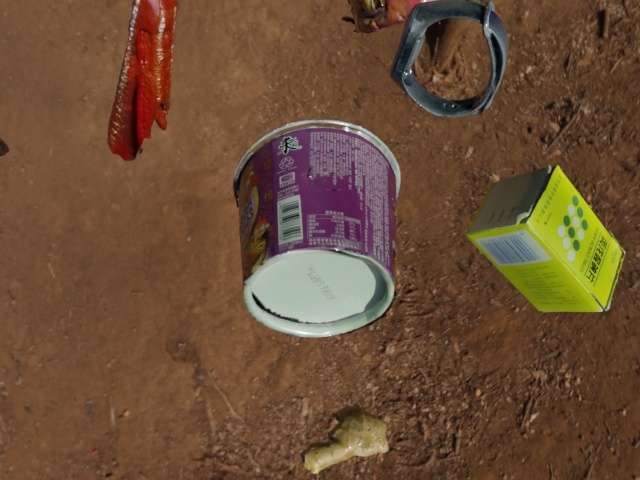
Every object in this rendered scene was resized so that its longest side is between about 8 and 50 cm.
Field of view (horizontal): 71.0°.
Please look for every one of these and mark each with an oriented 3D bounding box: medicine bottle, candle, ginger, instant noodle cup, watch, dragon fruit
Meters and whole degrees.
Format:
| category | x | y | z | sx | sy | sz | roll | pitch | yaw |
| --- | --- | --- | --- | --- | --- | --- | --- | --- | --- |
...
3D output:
| category | x | y | z | sx | sy | sz | roll | pitch | yaw |
| --- | --- | --- | --- | --- | --- | --- | --- | --- | --- |
| medicine bottle | 0.406 | 0.008 | 0.809 | 0.141 | 0.250 | 0.137 | -16 | 36 | 58 |
| candle | -0.215 | -0.217 | 0.546 | 0.059 | 0.084 | 0.302 | 39 | 137 | 7 |
| ginger | 0.041 | 0.352 | 0.813 | 0.165 | 0.067 | 0.096 | -12 | 51 | -10 |
| instant noodle cup | 0.000 | 0.000 | 0.806 | 0.339 | 0.340 | 0.266 | -30 | 43 | 27 |
| watch | 0.225 | -0.309 | 0.768 | 0.193 | 0.206 | 0.068 | 22 | 61 | 1 |
| dragon fruit | 0.174 | -0.603 | 0.947 | 0.314 | 0.296 | 0.263 | -9 | 117 | 10 |

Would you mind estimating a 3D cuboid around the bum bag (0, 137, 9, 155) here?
| category | x | y | z | sx | sy | sz | roll | pitch | yaw |
| --- | --- | --- | --- | --- | --- | --- | --- | --- | --- |
| bum bag | -0.489 | -0.115 | 0.528 | 0.095 | 0.144 | 0.340 | -39 | 29 | 12 |
